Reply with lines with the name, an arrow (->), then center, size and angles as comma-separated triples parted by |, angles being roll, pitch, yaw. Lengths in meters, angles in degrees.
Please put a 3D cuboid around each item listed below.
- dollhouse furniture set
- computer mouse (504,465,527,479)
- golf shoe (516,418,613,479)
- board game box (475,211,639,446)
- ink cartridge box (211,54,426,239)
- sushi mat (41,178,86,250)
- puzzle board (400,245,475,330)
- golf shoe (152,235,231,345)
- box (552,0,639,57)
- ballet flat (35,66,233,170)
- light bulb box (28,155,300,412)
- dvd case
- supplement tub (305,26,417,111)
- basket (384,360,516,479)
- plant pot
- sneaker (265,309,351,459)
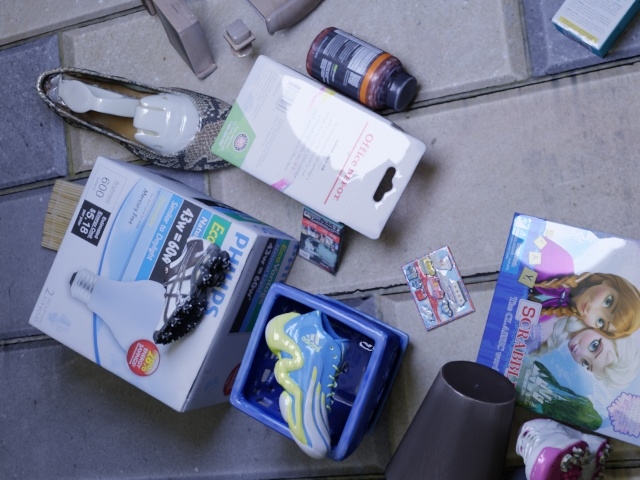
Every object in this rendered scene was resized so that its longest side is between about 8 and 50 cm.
dollhouse furniture set -> -0.153, -0.508, 1.852 | 0.356, 0.174, 0.303 | -36, 71, -8
computer mouse -> 0.399, 0.484, 1.482 | 0.184, 0.060, 0.261 | -17, 82, 18
golf shoe -> 0.350, 0.335, 1.435 | 0.140, 0.306, 0.115 | 23, 91, 30
board game box -> 0.435, 0.141, 1.525 | 0.318, 0.066, 0.318 | 14, 92, 29
ink cartridge box -> 0.007, -0.167, 1.703 | 0.354, 0.119, 0.207 | 30, 98, 13
sushi mat -> -0.452, -0.024, 1.958 | 0.317, 0.019, 0.151 | 15, 93, 24
puzzle board -> 0.209, 0.085, 1.671 | 0.096, 0.011, 0.128 | -26, 77, 20
golf shoe -> -0.236, 0.084, 1.588 | 0.094, 0.077, 0.198 | 35, 92, 27
box -> 0.504, -0.438, 1.558 | 0.100, 0.060, 0.244 | 40, 101, 21
ballet flat -> -0.373, -0.250, 1.854 | 0.483, 0.182, 0.163 | 18, 92, 23
light bulb box -> -0.288, 0.079, 1.756 | 0.361, 0.225, 0.357 | 25, 96, 19
dvd case -> 0.000, 0.000, 1.728 | 0.087, 0.013, 0.119 | 29, 135, 23
supplement tub -> 0.077, -0.308, 1.708 | 0.198, 0.106, 0.106 | 32, 98, 22
basket -> 0.226, 0.325, 1.531 | 0.204, 0.154, 0.226 | 25, 114, 26
plant pot -> 0.013, 0.222, 1.634 | 0.236, 0.212, 0.235 | 23, 95, 22
sneaker -> -0.004, 0.219, 1.478 | 0.126, 0.091, 0.240 | -24, 76, 19
